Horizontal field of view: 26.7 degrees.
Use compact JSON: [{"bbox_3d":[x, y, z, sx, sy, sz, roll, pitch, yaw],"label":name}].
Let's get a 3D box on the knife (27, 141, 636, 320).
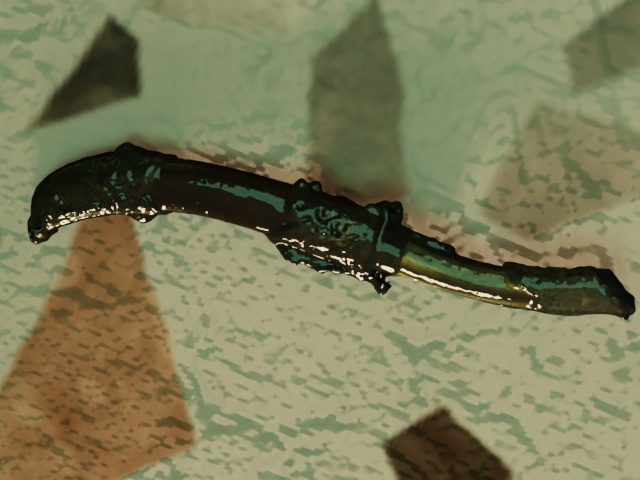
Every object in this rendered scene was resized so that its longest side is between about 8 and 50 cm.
[{"bbox_3d":[0.000,-0.006,0.473,0.222,0.021,0.045,8,116,12],"label":"knife"}]
